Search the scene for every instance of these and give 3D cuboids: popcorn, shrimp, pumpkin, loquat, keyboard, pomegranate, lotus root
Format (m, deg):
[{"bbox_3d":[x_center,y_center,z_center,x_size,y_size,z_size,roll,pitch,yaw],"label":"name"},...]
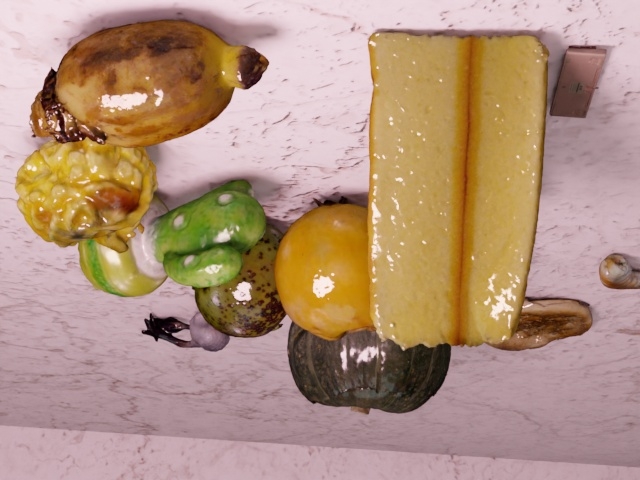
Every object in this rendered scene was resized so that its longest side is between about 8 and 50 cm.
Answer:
[{"bbox_3d":[-0.350,-0.081,1.664,0.218,0.169,0.189,-28,153,21],"label":"popcorn"},{"bbox_3d":[0.606,0.059,2.049,0.166,0.049,0.161,-7,158,19],"label":"shrimp"},{"bbox_3d":[0.098,0.227,2.252,0.328,0.257,0.291,1,172,27],"label":"pumpkin"},{"bbox_3d":[0.033,0.045,1.828,0.244,0.243,0.244,2,158,1],"label":"loquat"},{"bbox_3d":[0.344,-0.211,1.466,0.055,0.017,0.166,5,158,6],"label":"keyboard"},{"bbox_3d":[-0.105,0.077,1.976,0.248,0.214,0.214,12,156,-35],"label":"pomegranate"},{"bbox_3d":[-0.216,-0.201,1.397,0.314,0.141,0.169,-10,158,8],"label":"lotus root"}]

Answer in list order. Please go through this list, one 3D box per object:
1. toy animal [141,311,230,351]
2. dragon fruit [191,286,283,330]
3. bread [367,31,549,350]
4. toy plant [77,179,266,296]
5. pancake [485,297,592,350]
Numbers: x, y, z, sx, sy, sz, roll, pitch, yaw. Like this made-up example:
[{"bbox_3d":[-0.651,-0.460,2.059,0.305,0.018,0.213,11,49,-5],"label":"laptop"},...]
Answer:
[{"bbox_3d":[-0.251,0.192,2.413,0.195,0.090,0.324,20,154,-36],"label":"toy animal"},{"bbox_3d":[-0.152,0.104,2.136,0.236,0.135,0.137,25,153,-36],"label":"dragon fruit"},{"bbox_3d":[0.175,-0.053,1.422,0.233,0.361,0.245,1,160,5],"label":"bread"},{"bbox_3d":[-0.226,-0.008,1.788,0.316,0.224,0.184,-3,131,30],"label":"toy plant"},{"bbox_3d":[0.439,0.176,2.351,0.283,0.049,0.282,0,156,0],"label":"pancake"}]
